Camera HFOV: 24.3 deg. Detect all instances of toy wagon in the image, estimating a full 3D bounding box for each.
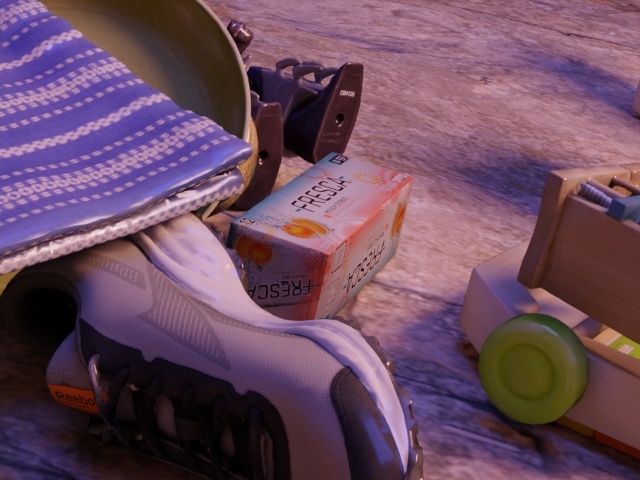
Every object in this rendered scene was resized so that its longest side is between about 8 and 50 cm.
[{"bbox_3d":[0.252,0.082,0.830,0.344,0.068,0.267,24,23,25],"label":"toy wagon"}]

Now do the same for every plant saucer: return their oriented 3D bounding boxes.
[{"bbox_3d":[-0.160,-0.064,0.846,0.241,0.037,0.241,1,59,-1],"label":"plant saucer"}]

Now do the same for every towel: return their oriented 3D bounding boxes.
[{"bbox_3d":[-0.226,-0.088,0.737,0.243,0.040,0.336,-21,45,-40],"label":"towel"}]

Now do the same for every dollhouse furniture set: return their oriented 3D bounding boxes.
[{"bbox_3d":[0.212,-0.042,0.764,0.129,0.184,0.129,-8,29,-43],"label":"dollhouse furniture set"}]

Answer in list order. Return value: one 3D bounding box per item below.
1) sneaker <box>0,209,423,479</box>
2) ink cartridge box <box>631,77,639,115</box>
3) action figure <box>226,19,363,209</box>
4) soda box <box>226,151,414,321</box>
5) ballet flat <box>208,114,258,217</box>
[{"bbox_3d":[-0.050,0.071,0.658,0.108,0.100,0.271,-19,32,-31],"label":"sneaker"},{"bbox_3d":[0.433,-0.163,1.387,0.114,0.198,0.273,0,24,-28],"label":"ink cartridge box"},{"bbox_3d":[-0.103,-0.119,1.100,0.185,0.099,0.285,-14,30,-41],"label":"action figure"},{"bbox_3d":[0.000,0.000,0.901,0.063,0.058,0.183,18,20,14],"label":"soda box"},{"bbox_3d":[-0.206,-0.089,0.953,0.348,0.123,0.123,17,21,6],"label":"ballet flat"}]
